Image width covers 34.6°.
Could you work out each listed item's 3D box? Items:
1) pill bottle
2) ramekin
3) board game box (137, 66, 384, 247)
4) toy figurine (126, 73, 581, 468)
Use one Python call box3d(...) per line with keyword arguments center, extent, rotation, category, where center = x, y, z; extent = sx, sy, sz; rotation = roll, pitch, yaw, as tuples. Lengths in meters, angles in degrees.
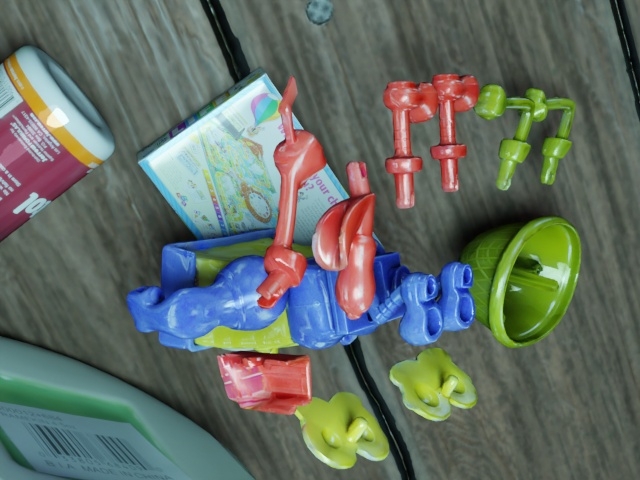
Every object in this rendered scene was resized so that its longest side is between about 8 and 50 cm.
box3d(center=(-0.211, -0.044, 0.637), extent=(0.152, 0.086, 0.086), rotation=(-37, 113, 3), category="pill bottle")
box3d(center=(-0.173, 0.176, 0.616), extent=(0.303, 0.303, 0.148), rotation=(26, 95, -19), category="ramekin")
box3d(center=(-0.039, -0.027, 0.712), extent=(0.103, 0.026, 0.154), rotation=(-34, 113, 1), category="board game box")
box3d(center=(0.000, 0.000, 0.651), extent=(0.362, 0.217, 0.191), rotation=(-14, 101, -54), category="toy figurine")
